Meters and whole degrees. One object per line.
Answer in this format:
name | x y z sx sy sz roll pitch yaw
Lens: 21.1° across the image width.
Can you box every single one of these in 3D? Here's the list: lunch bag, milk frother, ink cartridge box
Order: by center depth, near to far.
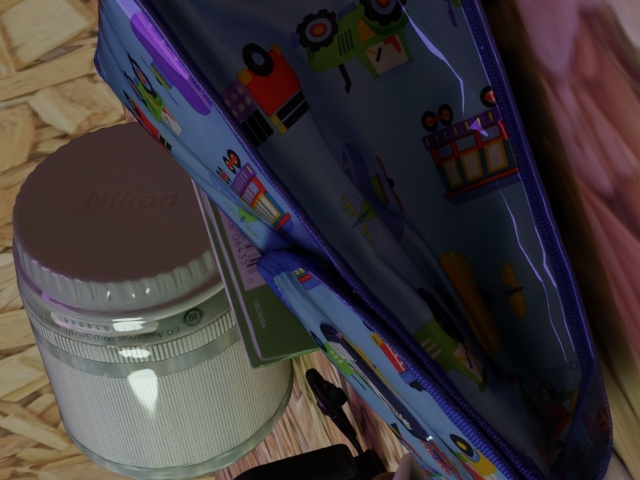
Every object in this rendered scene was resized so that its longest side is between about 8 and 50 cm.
lunch bag | 0.032 -0.005 0.723 0.293 0.138 0.221 60 171 1
ink cartridge box | 0.000 0.000 0.940 0.209 0.062 0.109 -10 -98 -77
milk frother | -0.024 0.183 1.292 0.143 0.134 0.129 -121 17 -57

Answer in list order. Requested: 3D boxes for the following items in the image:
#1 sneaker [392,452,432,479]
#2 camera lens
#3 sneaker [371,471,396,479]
sneaker | 0.071 0.205 0.979 0.212 0.080 0.094 -119 26 -56
camera lens | -0.144 0.061 1.514 0.274 0.219 0.219 81 168 -45
sneaker | 0.062 0.211 1.120 0.067 0.042 0.118 87 161 -47
